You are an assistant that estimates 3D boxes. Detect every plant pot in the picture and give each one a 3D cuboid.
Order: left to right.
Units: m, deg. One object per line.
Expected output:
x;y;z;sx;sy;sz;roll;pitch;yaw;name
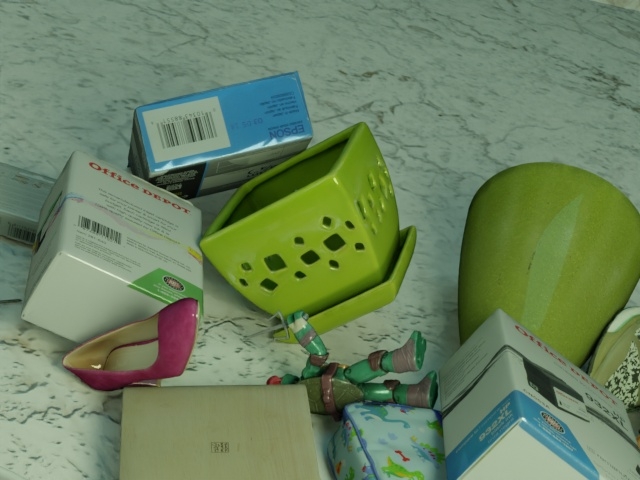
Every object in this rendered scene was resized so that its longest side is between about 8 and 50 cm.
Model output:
0.000;0.000;1.913;0.207;0.228;0.227;58;23;-15;plant pot
0.303;0.083;1.968;0.275;0.275;0.293;21;44;7;plant pot

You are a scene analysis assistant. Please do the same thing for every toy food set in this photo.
-0.117;0.269;1.567;0.220;0.092;0.306;0;29;-7;toy food set

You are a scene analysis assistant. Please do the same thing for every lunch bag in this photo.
0.114;0.286;1.646;0.176;0.090;0.219;11;30;-23;lunch bag

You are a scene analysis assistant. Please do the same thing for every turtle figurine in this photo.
0.024;0.172;1.765;0.234;0.175;0.118;-3;60;19;turtle figurine

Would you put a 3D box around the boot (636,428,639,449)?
0.487;0.294;1.844;0.152;0.197;0.073;-43;17;-25;boot

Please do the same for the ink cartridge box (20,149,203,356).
-0.266;0.026;1.817;0.201;0.117;0.278;26;25;-19;ink cartridge box

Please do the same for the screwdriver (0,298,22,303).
-0.457;0.085;1.764;0.170;0.025;0.024;2;30;-43;screwdriver

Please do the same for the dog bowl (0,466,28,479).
-0.365;0.322;1.296;0.265;0.104;0.265;14;28;-7;dog bowl

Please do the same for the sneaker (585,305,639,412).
0.524;0.184;1.956;0.410;0.158;0.182;-12;28;-41;sneaker

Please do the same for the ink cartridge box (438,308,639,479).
0.266;0.243;1.653;0.223;0.129;0.307;37;18;-10;ink cartridge box

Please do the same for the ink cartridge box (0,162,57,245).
-0.435;-0.053;2.003;0.145;0.045;0.179;17;19;0;ink cartridge box

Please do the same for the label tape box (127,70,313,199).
-0.158;-0.131;2.071;0.241;0.333;0.106;-14;81;-12;label tape box

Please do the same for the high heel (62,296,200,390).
-0.220;0.118;1.623;0.117;0.244;0.082;13;66;-19;high heel
